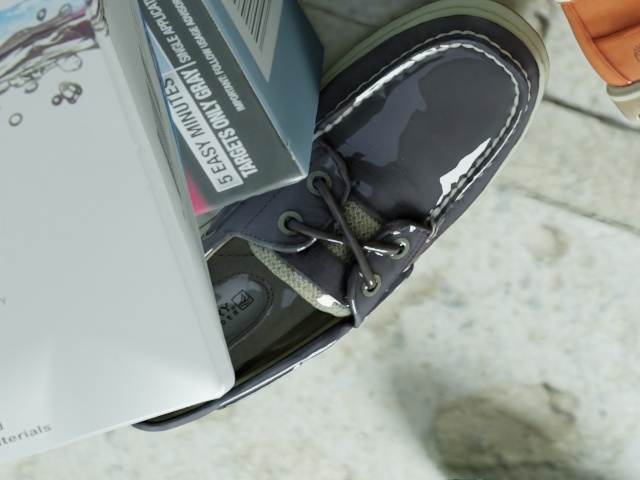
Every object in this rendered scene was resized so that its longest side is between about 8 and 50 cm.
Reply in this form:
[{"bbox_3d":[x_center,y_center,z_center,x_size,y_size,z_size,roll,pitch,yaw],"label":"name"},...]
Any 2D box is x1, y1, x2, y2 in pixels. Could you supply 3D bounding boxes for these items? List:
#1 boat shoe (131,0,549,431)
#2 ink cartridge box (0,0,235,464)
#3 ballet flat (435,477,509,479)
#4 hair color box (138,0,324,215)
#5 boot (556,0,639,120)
[{"bbox_3d":[0.000,0.000,0.859,0.103,0.092,0.285,40,120,-17],"label":"boat shoe"},{"bbox_3d":[-0.167,-0.078,0.582,0.197,0.198,0.270,-17,129,-1],"label":"ink cartridge box"},{"bbox_3d":[0.136,0.170,0.978,0.188,0.070,0.070,36,121,-17],"label":"ballet flat"},{"bbox_3d":[-0.207,-0.070,0.822,0.374,0.113,0.185,-18,125,19],"label":"hair color box"},{"bbox_3d":[0.176,-0.124,0.776,0.158,0.059,0.084,-31,109,26],"label":"boot"}]
